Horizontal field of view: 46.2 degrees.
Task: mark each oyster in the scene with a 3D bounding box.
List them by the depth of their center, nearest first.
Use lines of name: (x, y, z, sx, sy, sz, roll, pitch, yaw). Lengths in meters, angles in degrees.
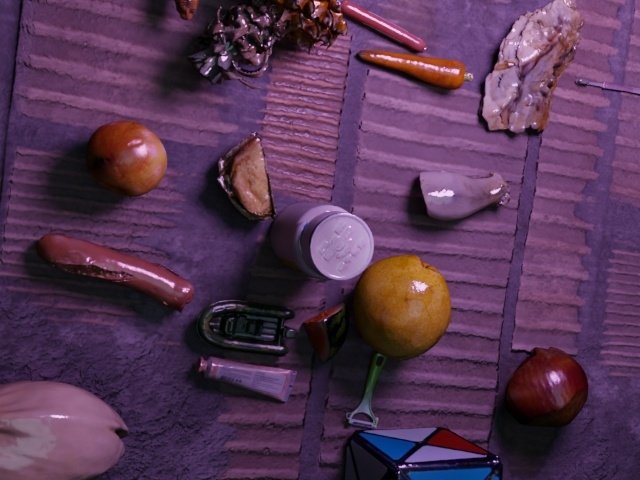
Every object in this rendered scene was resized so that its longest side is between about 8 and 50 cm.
oyster: (0.483, -0.396, 1.657, 0.201, 0.107, 0.355, 23, 85, -22)

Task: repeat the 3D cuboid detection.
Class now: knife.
knife: (0.105, 0.318, 1.606, 0.078, 0.022, 0.166, 15, 89, -25)

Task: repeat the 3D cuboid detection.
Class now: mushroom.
mushroom: (0.313, -0.100, 1.620, 0.225, 0.093, 0.116, -2, 72, -13)

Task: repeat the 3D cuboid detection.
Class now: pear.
pear: (0.166, 0.127, 1.516, 0.208, 0.209, 0.209, -1, 93, -18)

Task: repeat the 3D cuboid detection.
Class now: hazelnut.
hazelnut: (0.514, 0.335, 1.688, 0.201, 0.160, 0.170, -6, 111, -55)

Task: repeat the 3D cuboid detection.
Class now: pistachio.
pistachio: (-0.496, 0.354, 1.324, 0.331, 0.208, 0.226, 6, 135, -32)

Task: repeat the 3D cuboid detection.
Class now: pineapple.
pineapple: (-0.125, -0.398, 1.410, 0.271, 0.262, 0.262, -42, 104, 0)

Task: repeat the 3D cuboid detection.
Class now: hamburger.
hamburger: (-0.152, -0.120, 1.473, 0.102, 0.087, 0.176, -12, 103, -6)

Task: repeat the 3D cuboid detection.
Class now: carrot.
carrot: (0.200, -0.368, 1.594, 0.256, 0.061, 0.061, 9, 90, -8)

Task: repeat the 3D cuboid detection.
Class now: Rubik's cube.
Rubik's cube: (0.201, 0.536, 1.533, 0.248, 0.250, 0.247, 2, 92, -21)

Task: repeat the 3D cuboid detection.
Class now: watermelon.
watermelon: (0.006, 0.192, 1.551, 0.094, 0.125, 0.135, 15, 108, 11)

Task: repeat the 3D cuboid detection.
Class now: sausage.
sausage: (-0.380, 0.055, 1.407, 0.304, 0.078, 0.078, 22, 86, -18)
sausage: (0.132, -0.450, 1.574, 0.223, 0.029, 0.029, 22, 86, -18)

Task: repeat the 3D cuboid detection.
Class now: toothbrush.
toothbrush: (0.685, -0.364, 1.770, 0.194, 0.017, 0.014, 4, 97, -21)

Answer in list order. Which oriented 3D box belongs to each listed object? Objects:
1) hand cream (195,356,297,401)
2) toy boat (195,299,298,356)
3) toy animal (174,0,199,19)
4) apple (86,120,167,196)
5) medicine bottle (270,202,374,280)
hand cream: (-0.150, 0.273, 1.515, 0.209, 0.043, 0.067, 19, 89, -24)
toy boat: (-0.147, 0.174, 1.501, 0.210, 0.052, 0.104, 10, 92, -19)
toy animal: (-0.256, -0.530, 1.405, 0.056, 0.099, 0.241, -3, 95, -19)
apple: (-0.357, -0.146, 1.366, 0.146, 0.146, 0.147, -1, 93, -18)
medicine bottle: (0.000, 0.000, 1.433, 0.143, 0.258, 0.144, -1, 94, -18)
